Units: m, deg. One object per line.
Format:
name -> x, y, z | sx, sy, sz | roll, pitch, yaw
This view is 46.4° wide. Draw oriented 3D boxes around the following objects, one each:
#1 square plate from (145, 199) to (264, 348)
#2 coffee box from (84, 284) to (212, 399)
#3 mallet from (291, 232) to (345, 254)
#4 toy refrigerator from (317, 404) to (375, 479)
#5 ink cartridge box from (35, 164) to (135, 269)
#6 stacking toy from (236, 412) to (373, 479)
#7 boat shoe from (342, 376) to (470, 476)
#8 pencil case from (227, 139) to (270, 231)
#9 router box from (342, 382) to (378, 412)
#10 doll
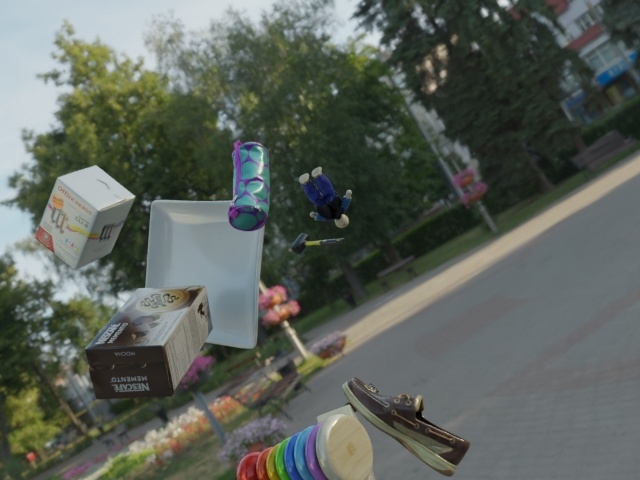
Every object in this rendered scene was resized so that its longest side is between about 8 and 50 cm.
square plate -> -0.279, 0.074, 1.810 | 0.348, 0.343, 0.049 | 2, -3, 30
coffee box -> -0.356, 0.209, 1.596 | 0.168, 0.118, 0.297 | -3, 20, 10
mallet -> 0.000, 0.000, 2.173 | 0.190, 0.039, 0.062 | -10, 38, 37
toy refrigerator -> 0.076, 0.590, 2.010 | 0.102, 0.269, 0.094 | -22, -47, 4
ink cartridge box -> -0.522, -0.053, 1.659 | 0.176, 0.128, 0.127 | -59, -11, 28
stacking toy -> -0.055, 0.456, 1.519 | 0.330, 0.141, 0.141 | -29, -1, 38
boat shoe -> 0.213, 0.432, 1.848 | 0.123, 0.342, 0.123 | -56, -20, 3
pencil case -> -0.120, -0.093, 1.253 | 0.070, 0.151, 0.065 | 29, -46, -36
router box -> 0.111, 0.483, 2.231 | 0.092, 0.038, 0.122 | -32, -14, -34
doll -> 0.023, -0.104, 1.972 | 0.129, 0.189, 0.046 | -26, 33, 11
